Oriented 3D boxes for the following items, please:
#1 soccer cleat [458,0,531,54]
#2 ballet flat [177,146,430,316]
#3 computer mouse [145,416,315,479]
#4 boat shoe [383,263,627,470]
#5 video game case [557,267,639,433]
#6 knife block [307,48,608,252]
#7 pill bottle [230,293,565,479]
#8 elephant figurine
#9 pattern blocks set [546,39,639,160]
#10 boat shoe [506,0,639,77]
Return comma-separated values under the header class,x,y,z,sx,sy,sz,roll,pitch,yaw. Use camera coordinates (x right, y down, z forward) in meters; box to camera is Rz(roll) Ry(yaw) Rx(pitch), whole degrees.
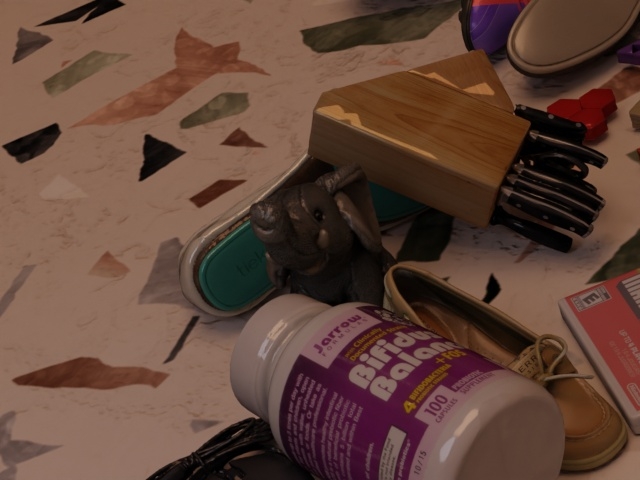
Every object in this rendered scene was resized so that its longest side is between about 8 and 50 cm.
class,x,y,z,sx,sy,sz,roll,pitch,yaw
soccer cleat,0.282,-0.334,2.378,0.116,0.108,0.318,13,44,32
ballet flat,0.005,-0.053,2.129,0.400,0.139,0.139,-32,37,-15
computer mouse,-0.067,0.253,1.784,0.188,0.072,0.272,-33,37,-19
boat shoe,0.164,0.120,1.808,0.285,0.089,0.104,29,56,33
video game case,0.395,0.068,1.846,0.285,0.025,0.204,-21,35,-2
knife block,0.152,-0.071,2.003,0.276,0.088,0.242,-16,62,-14
pill bottle,0.060,0.155,1.739,0.169,0.169,0.301,-40,43,-26
elephant figurine,0.000,0.000,1.935,0.169,0.239,0.186,-38,32,-19
pattern blocks set,0.444,-0.158,2.123,0.285,0.026,0.325,-38,39,-23
boat shoe,0.344,-0.288,2.312,0.112,0.095,0.335,42,66,13
